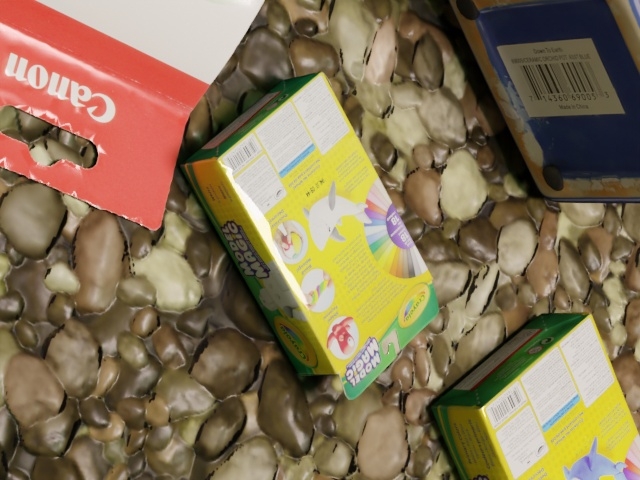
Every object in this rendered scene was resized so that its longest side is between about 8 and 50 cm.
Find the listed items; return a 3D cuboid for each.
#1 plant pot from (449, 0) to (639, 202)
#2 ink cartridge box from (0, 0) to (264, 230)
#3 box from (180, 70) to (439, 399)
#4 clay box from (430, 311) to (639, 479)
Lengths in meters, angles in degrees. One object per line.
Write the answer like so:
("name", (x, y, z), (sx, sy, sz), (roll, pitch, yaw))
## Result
("plant pot", (0.230, -0.152, 1.266), (0.212, 0.236, 0.236), (-39, 112, -28))
("ink cartridge box", (-0.119, -0.140, 1.075), (0.181, 0.056, 0.225), (24, 71, -37))
("box", (0.000, 0.000, 1.175), (0.105, 0.043, 0.179), (-42, 111, -35))
("clay box", (0.168, 0.175, 1.300), (0.127, 0.053, 0.222), (-35, 111, -37))
